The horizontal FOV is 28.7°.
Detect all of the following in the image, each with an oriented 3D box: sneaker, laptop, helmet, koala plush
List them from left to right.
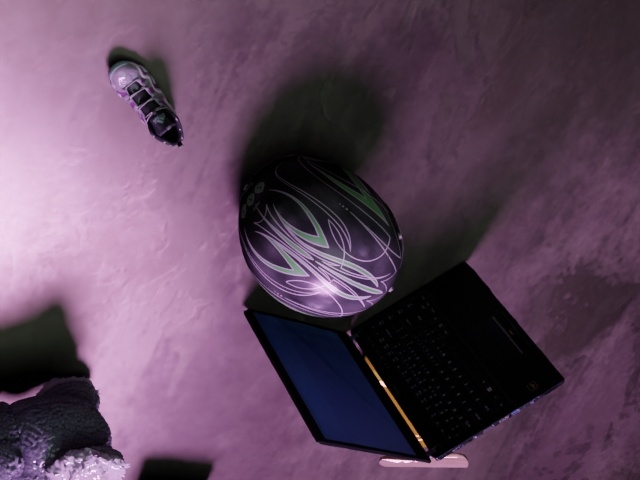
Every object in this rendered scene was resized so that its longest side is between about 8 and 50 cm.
[{"bbox_3d":[-0.317,0.218,1.289,0.221,0.196,0.203,-10,117,-16],"label":"koala plush"},{"bbox_3d":[-0.160,-0.126,1.196,0.038,0.069,0.098,-41,131,4],"label":"sneaker"},{"bbox_3d":[0.000,0.000,1.307,0.169,0.161,0.169,-14,128,-18],"label":"helmet"},{"bbox_3d":[0.089,0.117,1.388,0.264,0.234,0.136,-31,132,-3],"label":"laptop"}]

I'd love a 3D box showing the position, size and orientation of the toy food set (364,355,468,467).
[{"bbox_3d":[0.119,0.190,1.575,0.128,0.071,0.218,-5,126,6],"label":"toy food set"}]
